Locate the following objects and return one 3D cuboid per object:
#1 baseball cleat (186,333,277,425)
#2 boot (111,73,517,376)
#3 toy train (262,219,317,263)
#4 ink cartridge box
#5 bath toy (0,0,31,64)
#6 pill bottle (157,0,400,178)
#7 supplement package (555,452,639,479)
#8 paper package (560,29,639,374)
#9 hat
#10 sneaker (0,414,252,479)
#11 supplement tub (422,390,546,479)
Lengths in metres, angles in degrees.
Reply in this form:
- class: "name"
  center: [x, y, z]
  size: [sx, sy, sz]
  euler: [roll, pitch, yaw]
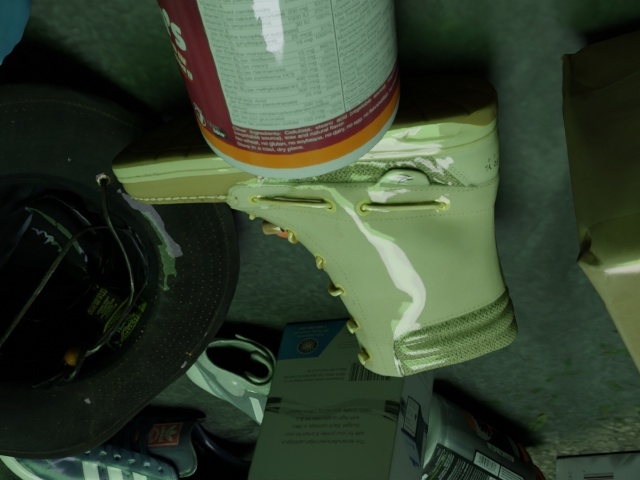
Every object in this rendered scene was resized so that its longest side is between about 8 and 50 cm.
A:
- class: "baseball cleat"
  center: [-0.046, 0.161, 0.863]
  size: [0.205, 0.072, 0.109]
  euler: [27, 158, -20]
- class: "boot"
  center: [0.000, 0.000, 0.574]
  size: [0.261, 0.095, 0.204]
  euler: [-6, 122, 15]
- class: "toy train"
  center: [0.026, -0.007, 0.640]
  size: [0.166, 0.046, 0.125]
  euler: [-3, 142, 22]
- class: "ink cartridge box"
  center: [0.022, 0.172, 0.764]
  size: [0.139, 0.191, 0.082]
  euler: [-7, 141, 26]
- class: "bath toy"
  center: [-0.356, -0.129, 0.516]
  size: [0.348, 0.129, 0.151]
  euler: [-7, 141, 27]
- class: "pill bottle"
  center: [-0.025, -0.142, 0.400]
  size: [0.121, 0.121, 0.221]
  euler: [4, 144, 12]
- class: "supplement package"
  center: [0.356, 0.334, 0.965]
  size: [0.105, 0.105, 0.179]
  euler: [-15, 136, 33]
- class: "paper package"
  center: [0.339, 0.004, 0.456]
  size: [0.324, 0.168, 0.309]
  euler: [-11, 140, 29]
- class: "hat"
  center: [-0.235, 0.012, 0.641]
  size: [0.134, 0.331, 0.331]
  euler: [40, 172, 47]
- class: "sneaker"
  center: [-0.232, 0.263, 1.046]
  size: [0.350, 0.131, 0.148]
  euler: [25, 130, -18]
- class: "supplement tub"
  center: [0.153, 0.249, 0.898]
  size: [0.190, 0.117, 0.117]
  euler: [34, 140, -28]
